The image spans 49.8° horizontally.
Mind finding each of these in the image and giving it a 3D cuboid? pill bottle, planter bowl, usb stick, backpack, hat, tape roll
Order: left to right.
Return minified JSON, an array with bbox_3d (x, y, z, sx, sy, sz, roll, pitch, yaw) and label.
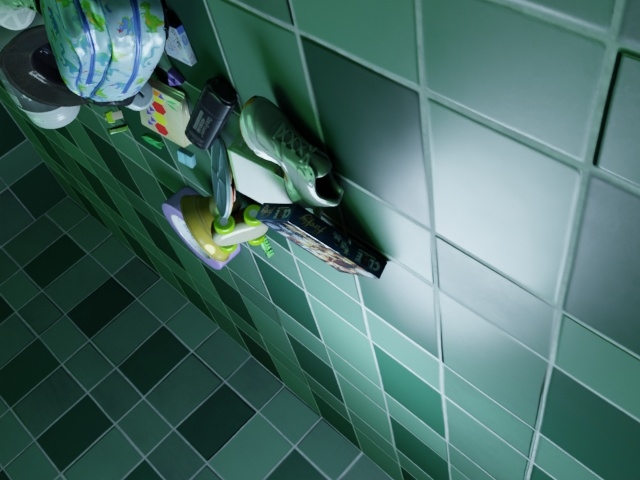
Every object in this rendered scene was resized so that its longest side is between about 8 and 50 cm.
[{"bbox_3d":[-0.861,-0.511,2.093,0.210,0.210,0.363,42,160,14],"label":"pill bottle"},{"bbox_3d":[-0.598,-0.462,1.665,0.331,0.331,0.134,103,160,-67],"label":"hat"},{"bbox_3d":[-0.412,-0.424,1.311,0.355,0.273,0.290,-4,98,50],"label":"backpack"},{"bbox_3d":[-0.380,-0.038,2.193,0.275,0.090,0.275,41,160,18],"label":"tape roll"},{"bbox_3d":[-0.242,-0.270,1.500,0.077,0.045,0.278,40,156,-7],"label":"usb stick"},{"bbox_3d":[-0.284,-0.055,1.905,0.217,0.090,0.217,53,-164,-22],"label":"planter bowl"}]

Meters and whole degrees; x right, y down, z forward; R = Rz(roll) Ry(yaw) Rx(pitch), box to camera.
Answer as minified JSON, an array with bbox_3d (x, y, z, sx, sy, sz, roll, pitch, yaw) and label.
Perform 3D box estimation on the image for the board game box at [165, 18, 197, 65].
[{"bbox_3d":[-0.299,-0.411,1.411,0.090,0.020,0.090,33,154,35],"label":"board game box"}]

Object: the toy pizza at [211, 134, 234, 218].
[{"bbox_3d":[-0.226,-0.151,1.628,0.201,0.032,0.201,173,90,-72],"label":"toy pizza"}]

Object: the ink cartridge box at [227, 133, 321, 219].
[{"bbox_3d":[-0.085,-0.116,1.491,0.235,0.056,0.171,28,156,13],"label":"ink cartridge box"}]

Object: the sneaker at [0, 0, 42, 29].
[{"bbox_3d":[-0.740,-0.605,1.724,0.257,0.169,0.447,48,158,1],"label":"sneaker"}]

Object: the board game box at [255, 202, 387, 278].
[{"bbox_3d":[0.000,0.000,1.432,0.243,0.042,0.165,32,168,-26],"label":"board game box"}]

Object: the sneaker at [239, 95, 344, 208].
[{"bbox_3d":[-0.040,-0.163,1.273,0.121,0.099,0.262,9,146,48],"label":"sneaker"}]

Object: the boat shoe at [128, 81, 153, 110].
[{"bbox_3d":[-0.506,-0.400,1.538,0.094,0.109,0.302,1,142,43],"label":"boat shoe"}]

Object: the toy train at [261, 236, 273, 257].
[{"bbox_3d":[-0.153,0.018,1.928,0.017,0.023,0.083,32,156,35],"label":"toy train"}]

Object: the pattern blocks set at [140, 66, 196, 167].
[{"bbox_3d":[-0.380,-0.317,1.674,0.285,0.026,0.325,34,150,3],"label":"pattern blocks set"}]

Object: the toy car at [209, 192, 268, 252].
[{"bbox_3d":[-0.227,-0.088,1.784,0.155,0.149,0.188,99,153,-67],"label":"toy car"}]

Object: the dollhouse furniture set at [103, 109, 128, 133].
[{"bbox_3d":[-0.641,-0.407,2.118,0.076,0.058,0.152,30,136,57],"label":"dollhouse furniture set"}]
